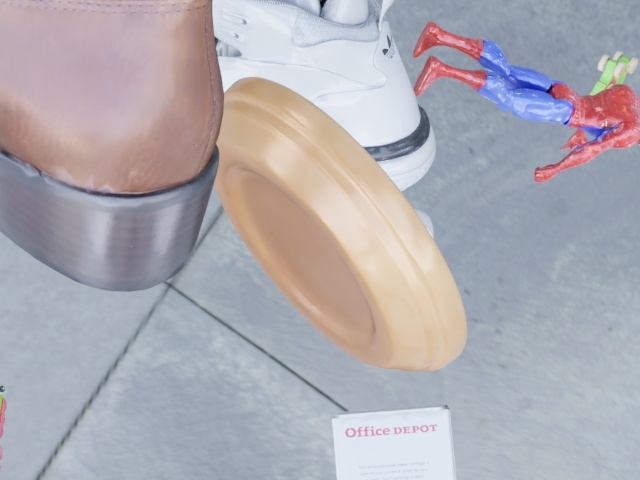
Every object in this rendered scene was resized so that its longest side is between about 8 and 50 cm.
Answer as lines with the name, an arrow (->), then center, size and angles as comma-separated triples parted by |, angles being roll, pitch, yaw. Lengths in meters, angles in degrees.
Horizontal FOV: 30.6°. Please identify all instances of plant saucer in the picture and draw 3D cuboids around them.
plant saucer -> 0.000, 0.000, 0.661 | 0.037, 0.200, 0.200 | -39, 63, -18

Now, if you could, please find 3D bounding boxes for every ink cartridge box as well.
ink cartridge box -> 0.084, 0.268, 1.260 | 0.127, 0.072, 0.175 | -5, 86, 5

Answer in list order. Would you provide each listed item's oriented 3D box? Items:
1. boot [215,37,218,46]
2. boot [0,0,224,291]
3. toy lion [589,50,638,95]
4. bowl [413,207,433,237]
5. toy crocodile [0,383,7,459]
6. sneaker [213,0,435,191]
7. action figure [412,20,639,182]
boot -> -0.112, -0.226, 1.245 | 0.121, 0.045, 0.099 | 5, 61, 18
boot -> -0.132, -0.146, 0.385 | 0.264, 0.280, 0.096 | 33, 42, 23
toy lion -> 0.398, -0.211, 1.625 | 0.034, 0.100, 0.096 | 29, 116, 22
bowl -> 0.079, -0.001, 1.538 | 0.142, 0.142, 0.053 | 10, 49, 6
toy crocodile -> -0.486, 0.298, 1.617 | 0.115, 0.105, 0.340 | -36, 44, 40
sneaker -> -0.089, -0.146, 1.013 | 0.366, 0.210, 0.137 | 1, 37, 18
action figure -> 0.218, -0.122, 1.207 | 0.280, 0.139, 0.091 | 14, 50, -11
